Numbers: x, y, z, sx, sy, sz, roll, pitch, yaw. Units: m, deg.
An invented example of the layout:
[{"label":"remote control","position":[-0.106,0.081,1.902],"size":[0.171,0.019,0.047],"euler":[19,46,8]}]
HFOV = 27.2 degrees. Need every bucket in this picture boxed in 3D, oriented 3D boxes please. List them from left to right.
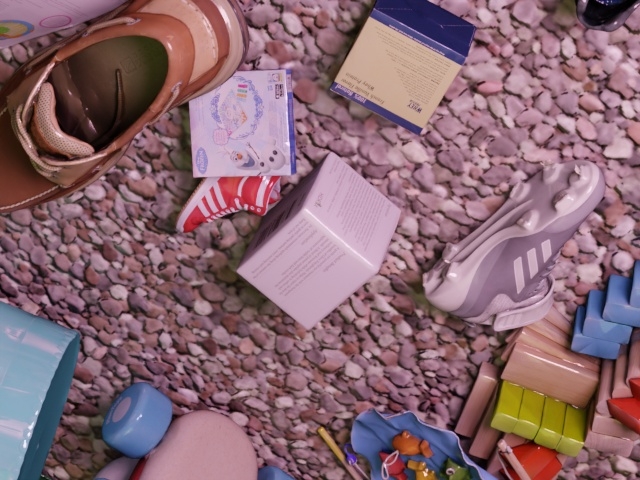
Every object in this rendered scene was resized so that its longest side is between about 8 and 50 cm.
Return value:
[{"label":"bucket","position":[-0.360,0.177,1.294],"size":[0.183,0.281,0.281],"euler":[18,129,-3]}]

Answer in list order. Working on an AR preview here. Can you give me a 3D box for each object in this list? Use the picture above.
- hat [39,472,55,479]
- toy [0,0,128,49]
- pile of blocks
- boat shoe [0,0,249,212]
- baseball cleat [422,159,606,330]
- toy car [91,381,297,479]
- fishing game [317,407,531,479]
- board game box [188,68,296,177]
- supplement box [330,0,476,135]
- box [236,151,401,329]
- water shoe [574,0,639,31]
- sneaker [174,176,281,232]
[{"label":"hat","position":[-0.391,0.372,1.492],"size":[0.208,0.183,0.173],"euler":[-12,121,25]},{"label":"toy","position":[-0.293,-0.204,1.100],"size":[0.237,0.137,0.056],"euler":[-18,76,21]},{"label":"pile of blocks","position":[0.248,0.121,1.155],"size":[0.149,0.112,0.362],"euler":[39,126,-13]},{"label":"boat shoe","position":[-0.205,-0.114,1.104],"size":[0.324,0.120,0.122],"euler":[-33,98,35]},{"label":"baseball cleat","position":[0.183,0.008,1.132],"size":[0.109,0.072,0.206],"euler":[32,134,-25]},{"label":"toy car","position":[-0.183,0.295,1.377],"size":[0.219,0.210,0.238],"euler":[36,141,-25]},{"label":"fishing game","position":[0.104,0.232,1.271],"size":[0.264,0.041,0.189],"euler":[-1,130,48]},{"label":"board game box","position":[-0.067,-0.100,1.127],"size":[0.090,0.020,0.090],"euler":[0,98,16]},{"label":"supplement box","position":[0.066,-0.145,1.052],"size":[0.083,0.056,0.083],"euler":[27,128,-4]},{"label":"box","position":[0.000,0.000,1.150],"size":[0.087,0.102,0.101],"euler":[40,126,-11]},{"label":"water shoe","position":[0.253,-0.226,0.919],"size":[0.073,0.080,0.203],"euler":[30,128,-6]},{"label":"sneaker","position":[-0.080,-0.034,1.188],"size":[0.067,0.042,0.118],"euler":[36,125,-6]}]
